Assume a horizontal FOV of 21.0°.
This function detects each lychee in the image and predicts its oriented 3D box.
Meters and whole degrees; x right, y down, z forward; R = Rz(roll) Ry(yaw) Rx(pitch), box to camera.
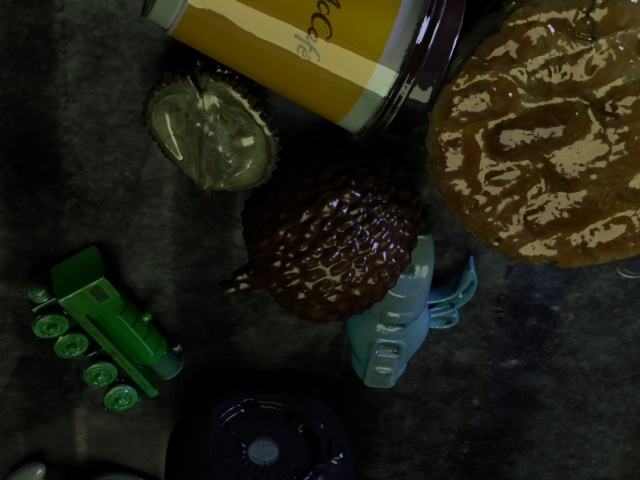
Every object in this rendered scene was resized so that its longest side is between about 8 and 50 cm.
[{"bbox_3d":[0.000,0.000,1.836,0.238,0.200,0.200,-32,134,5],"label":"lychee"}]

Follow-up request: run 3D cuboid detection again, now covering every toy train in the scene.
[{"bbox_3d":[-0.254,0.108,2.055,0.119,0.085,0.251,-29,138,8],"label":"toy train"}]

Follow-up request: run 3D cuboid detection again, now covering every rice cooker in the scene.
[{"bbox_3d":[-0.074,0.316,2.174,0.267,0.267,0.224,4,137,-6],"label":"rice cooker"}]

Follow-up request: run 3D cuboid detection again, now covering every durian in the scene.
[{"bbox_3d":[-0.106,-0.119,1.774,0.148,0.091,0.188,13,131,4],"label":"durian"}]

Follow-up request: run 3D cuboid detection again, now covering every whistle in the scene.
[{"bbox_3d":[0.082,0.077,2.013,0.186,0.093,0.274,5,136,-7],"label":"whistle"}]

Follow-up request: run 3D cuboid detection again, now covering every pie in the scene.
[{"bbox_3d":[0.260,-0.114,1.716,0.340,0.083,0.339,-2,126,-3],"label":"pie"}]

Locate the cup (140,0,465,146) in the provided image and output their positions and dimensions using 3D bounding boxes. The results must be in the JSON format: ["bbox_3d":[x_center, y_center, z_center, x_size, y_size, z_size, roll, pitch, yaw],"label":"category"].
[{"bbox_3d":[-0.014,-0.214,1.602,0.280,0.196,0.196,22,135,-13],"label":"cup"}]

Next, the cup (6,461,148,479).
[{"bbox_3d":[-0.309,0.416,2.358,0.300,0.167,0.173,44,138,-8],"label":"cup"}]
